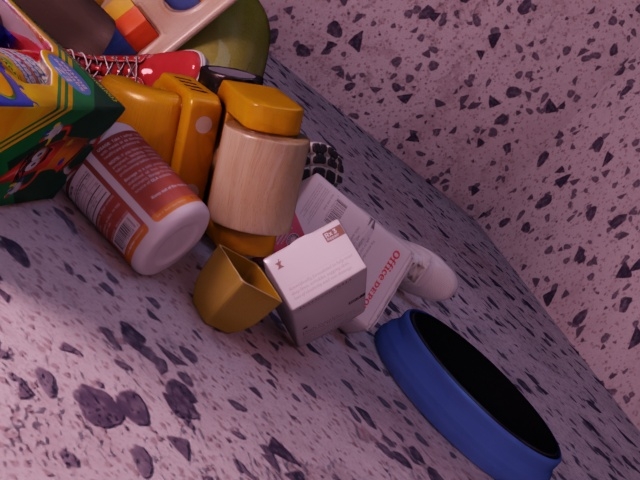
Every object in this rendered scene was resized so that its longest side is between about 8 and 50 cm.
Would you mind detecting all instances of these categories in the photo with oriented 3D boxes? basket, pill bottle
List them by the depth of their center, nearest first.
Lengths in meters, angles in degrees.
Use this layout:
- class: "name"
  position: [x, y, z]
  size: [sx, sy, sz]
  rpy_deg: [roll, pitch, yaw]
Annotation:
- class: "pill bottle"
  position: [-0.250, -0.070, 1.592]
  size: [0.216, 0.121, 0.121]
  rpy_deg: [47, 12, 16]
- class: "basket"
  position: [-0.442, -0.364, 1.954]
  size: [0.227, 0.154, 0.204]
  rpy_deg: [40, 12, -31]

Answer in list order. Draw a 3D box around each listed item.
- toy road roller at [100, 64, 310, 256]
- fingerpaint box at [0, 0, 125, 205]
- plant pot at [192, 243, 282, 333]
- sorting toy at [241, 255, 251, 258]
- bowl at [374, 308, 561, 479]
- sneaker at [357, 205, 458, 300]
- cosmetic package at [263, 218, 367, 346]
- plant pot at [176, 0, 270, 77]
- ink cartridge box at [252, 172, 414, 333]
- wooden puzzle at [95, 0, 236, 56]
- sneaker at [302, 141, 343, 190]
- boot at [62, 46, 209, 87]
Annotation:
- class: "toy road roller"
  position: [-0.179, -0.124, 1.725]
  size: [0.240, 0.203, 0.329]
  rpy_deg: [5, 17, -25]
- class: "fingerpaint box"
  position: [-0.471, -0.239, 1.366]
  size: [0.445, 0.163, 0.371]
  rpy_deg: [44, 12, 5]
- class: "plant pot"
  position: [-0.116, 0.071, 1.624]
  size: [0.081, 0.083, 0.081]
  rpy_deg: [31, 16, -45]
- class: "sorting toy"
  position: [-0.223, -0.088, 1.968]
  size: [0.307, 0.041, 0.229]
  rpy_deg: [37, 13, -10]
- class: "bowl"
  position: [0.260, 0.268, 2.178]
  size: [0.391, 0.077, 0.391]
  rpy_deg: [41, 12, -10]
- class: "sneaker"
  position: [0.147, 0.047, 2.548]
  size: [0.292, 0.108, 0.169]
  rpy_deg: [32, 14, -2]
- class: "cosmetic package"
  position: [-0.005, 0.063, 1.719]
  size: [0.085, 0.117, 0.231]
  rpy_deg: [59, -7, 14]
- class: "plant pot"
  position: [-0.217, -0.279, 2.185]
  size: [0.274, 0.275, 0.294]
  rpy_deg: [36, 28, -29]
- class: "ink cartridge box"
  position: [0.020, 0.024, 2.018]
  size: [0.218, 0.159, 0.092]
  rpy_deg: [39, -23, -14]
- class: "wooden puzzle"
  position: [-0.309, -0.430, 2.136]
  size: [0.322, 0.347, 0.080]
  rpy_deg: [52, -3, 39]
- class: "sneaker"
  position: [-0.073, -0.127, 2.126]
  size: [0.275, 0.107, 0.110]
  rpy_deg: [8, 7, -41]
- class: "boot"
  position: [-0.301, -0.251, 1.881]
  size: [0.176, 0.244, 0.088]
  rpy_deg: [27, 59, -51]
